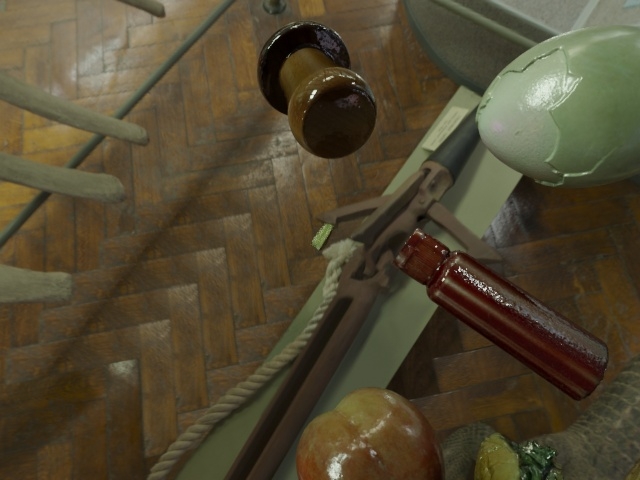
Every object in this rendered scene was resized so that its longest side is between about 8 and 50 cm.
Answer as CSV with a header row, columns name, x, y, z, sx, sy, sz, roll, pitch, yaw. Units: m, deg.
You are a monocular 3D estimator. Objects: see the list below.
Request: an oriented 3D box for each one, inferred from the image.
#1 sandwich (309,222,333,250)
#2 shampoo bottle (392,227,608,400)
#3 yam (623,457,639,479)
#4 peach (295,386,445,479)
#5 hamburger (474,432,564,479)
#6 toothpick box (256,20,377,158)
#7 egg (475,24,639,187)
name,x,y,z,sx,sy,sz,roll,pitch,yaw
sandwich,0.000,0.000,1.019,0.031,0.044,0.083,29,47,9
shampoo bottle,0.212,0.079,0.568,0.260,0.064,0.102,35,35,12
yam,0.580,0.252,0.695,0.327,0.045,0.045,-48,38,-2
peach,0.090,0.387,0.796,0.252,0.252,0.252,0,71,0
hamburger,0.317,0.434,0.729,0.132,0.211,0.309,-7,103,16
toothpick box,-0.010,-0.283,0.861,0.192,0.192,0.294,-16,43,-6
egg,0.460,-0.232,0.839,0.336,0.278,0.278,-12,70,12
